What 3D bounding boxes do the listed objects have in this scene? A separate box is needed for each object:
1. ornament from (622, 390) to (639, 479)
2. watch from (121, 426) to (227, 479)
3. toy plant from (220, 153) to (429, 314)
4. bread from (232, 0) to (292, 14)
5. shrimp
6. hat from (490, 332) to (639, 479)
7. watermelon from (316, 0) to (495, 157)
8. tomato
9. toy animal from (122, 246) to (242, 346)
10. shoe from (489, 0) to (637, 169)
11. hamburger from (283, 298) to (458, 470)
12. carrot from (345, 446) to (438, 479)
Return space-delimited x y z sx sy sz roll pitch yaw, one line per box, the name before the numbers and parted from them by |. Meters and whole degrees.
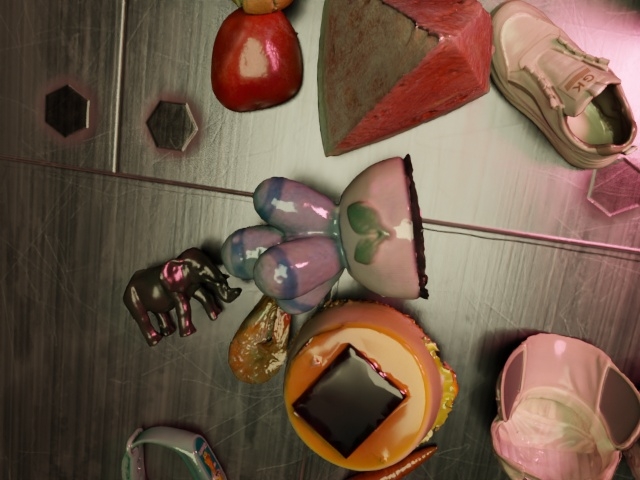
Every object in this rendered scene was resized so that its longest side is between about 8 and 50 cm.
ornament | 0.632 0.347 0.769 0.259 0.225 0.260 1 99 7
watch | -0.300 0.480 0.983 0.195 0.068 0.237 -24 100 12
toy plant | 0.000 0.000 0.784 0.331 0.247 0.248 -7 99 9
bread | -0.109 -0.437 0.777 0.117 0.064 0.156 -37 77 -25
shrimp | -0.096 0.171 0.903 0.115 0.051 0.217 33 97 18
hat | 0.400 0.298 0.835 0.231 0.161 0.276 11 77 6
watermelon | 0.129 -0.239 0.731 0.282 0.293 0.251 2 132 4
tomato | -0.118 -0.312 0.818 0.166 0.082 0.174 -7 101 8
toy animal | -0.261 0.101 0.886 0.244 0.114 0.147 -20 97 9
shoe | 0.373 -0.238 0.737 0.124 0.159 0.316 -41 96 12
hamburger | 0.074 0.246 0.842 0.294 0.179 0.276 38 100 8
carrot | 0.134 0.451 0.939 0.216 0.048 0.048 -29 95 6
